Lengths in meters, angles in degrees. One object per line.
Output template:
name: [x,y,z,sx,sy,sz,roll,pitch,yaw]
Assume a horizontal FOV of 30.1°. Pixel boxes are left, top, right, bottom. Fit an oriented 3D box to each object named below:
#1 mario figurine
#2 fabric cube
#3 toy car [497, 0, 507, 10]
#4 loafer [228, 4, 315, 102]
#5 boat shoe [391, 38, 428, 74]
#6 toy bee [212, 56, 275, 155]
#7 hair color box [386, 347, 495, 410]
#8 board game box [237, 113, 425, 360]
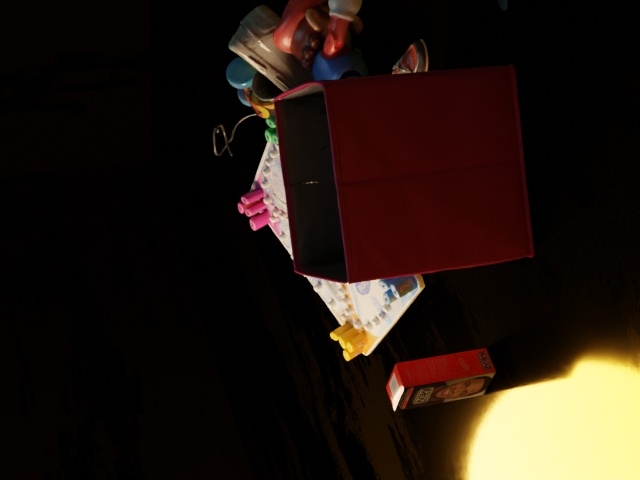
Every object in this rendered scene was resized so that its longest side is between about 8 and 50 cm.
mario figurine: [0.053,-0.299,1.976,0.198,0.170,0.320,-40,64,31]
fabric cube: [0.104,-0.091,1.588,0.254,0.258,0.259,-173,75,-74]
toy car: [0.179,-0.371,1.429,0.155,0.149,0.188,39,148,52]
loafer: [-0.074,-0.296,2.166,0.112,0.111,0.319,46,176,37]
boat shoe: [0.129,-0.253,1.806,0.137,0.043,0.049,112,148,-58]
toy bee: [-0.105,-0.312,2.447,0.195,0.162,0.298,7,-93,-73]
hair color box: [0.172,0.199,1.703,0.072,0.141,0.043,104,152,-53]
board game box: [0.000,0.000,2.098,0.390,0.050,0.390,54,157,12]
